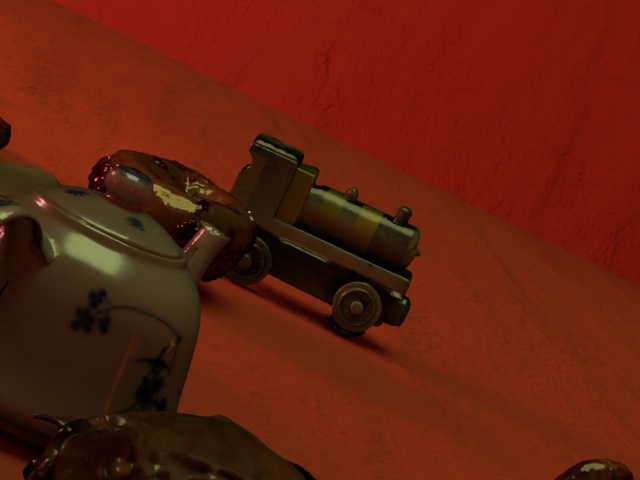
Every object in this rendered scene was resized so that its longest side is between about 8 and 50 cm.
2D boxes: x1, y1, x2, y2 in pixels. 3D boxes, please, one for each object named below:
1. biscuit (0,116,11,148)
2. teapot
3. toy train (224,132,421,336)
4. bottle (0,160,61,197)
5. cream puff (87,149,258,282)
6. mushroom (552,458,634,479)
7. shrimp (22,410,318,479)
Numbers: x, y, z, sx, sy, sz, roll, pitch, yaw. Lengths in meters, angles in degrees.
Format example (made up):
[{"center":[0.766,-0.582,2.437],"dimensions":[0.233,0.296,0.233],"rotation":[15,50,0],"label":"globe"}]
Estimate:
[{"center":[-0.374,-0.129,1.482],"dimensions":[0.212,0.036,0.212],"rotation":[25,7,-3],"label":"biscuit"},{"center":[-0.132,0.026,0.892],"dimensions":[0.159,0.159,0.232],"rotation":[31,9,26],"label":"teapot"},{"center":[0.000,0.000,1.523],"dimensions":[0.200,0.132,0.083],"rotation":[24,9,-2],"label":"toy train"},{"center":[-0.246,-0.022,1.090],"dimensions":[0.072,0.072,0.201],"rotation":[30,9,22],"label":"bottle"},{"center":[-0.126,-0.014,1.379],"dimensions":[0.149,0.084,0.149],"rotation":[24,12,-6],"label":"cream puff"},{"center":[0.141,0.178,1.026],"dimensions":[0.129,0.073,0.088],"rotation":[-12,6,-17],"label":"mushroom"},{"center":[-0.041,0.143,0.801],"dimensions":[0.173,0.058,0.253],"rotation":[40,11,25],"label":"shrimp"}]
